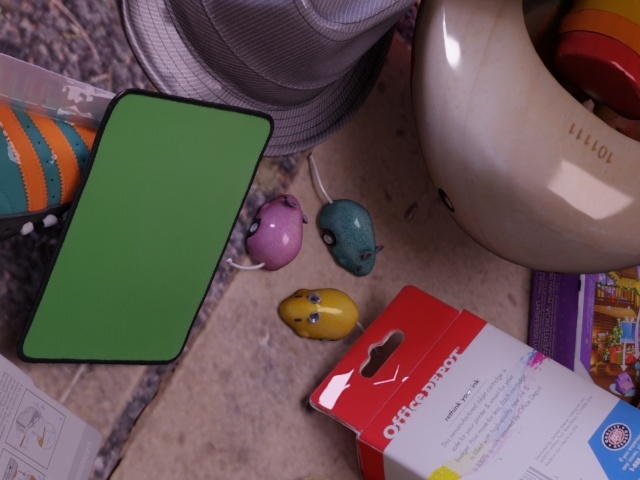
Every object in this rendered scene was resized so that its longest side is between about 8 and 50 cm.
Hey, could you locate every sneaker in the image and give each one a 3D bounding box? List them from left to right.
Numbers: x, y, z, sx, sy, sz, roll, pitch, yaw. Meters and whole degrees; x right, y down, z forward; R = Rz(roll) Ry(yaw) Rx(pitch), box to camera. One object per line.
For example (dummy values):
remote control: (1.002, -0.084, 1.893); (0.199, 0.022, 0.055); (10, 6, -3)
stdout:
sneaker: (-0.193, -0.049, 1.092); (0.302, 0.108, 0.121); (17, 89, -44)

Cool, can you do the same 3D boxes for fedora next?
fedora: (-0.007, -0.206, 1.266); (0.244, 0.124, 0.275); (46, 54, -24)

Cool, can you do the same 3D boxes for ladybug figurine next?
ladybug figurine: (0.209, -0.134, 1.380); (0.305, 0.162, 0.449); (36, 46, -3)

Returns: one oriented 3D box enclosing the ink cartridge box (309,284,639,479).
ink cartridge box: (0.121, 0.145, 1.267); (0.134, 0.231, 0.078); (-48, 153, -25)

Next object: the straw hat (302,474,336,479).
straw hat: (0.026, 0.234, 1.231); (0.144, 0.144, 0.061); (24, 106, -36)

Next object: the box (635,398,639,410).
box: (0.332, 0.172, 1.474); (0.201, 0.021, 0.164); (33, 82, -36)

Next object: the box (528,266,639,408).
box: (0.300, 0.083, 1.517); (0.293, 0.057, 0.201); (19, 70, -37)

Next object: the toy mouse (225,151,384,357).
toy mouse: (0.000, 0.000, 1.288); (0.161, 0.031, 0.143); (17, 69, -38)

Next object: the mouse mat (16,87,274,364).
mouse mat: (-0.110, -0.004, 1.125); (0.152, 0.007, 0.190); (6, 110, -52)

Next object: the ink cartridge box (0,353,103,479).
ink cartridge box: (-0.238, 0.147, 1.046); (0.225, 0.056, 0.181); (47, 51, -47)
